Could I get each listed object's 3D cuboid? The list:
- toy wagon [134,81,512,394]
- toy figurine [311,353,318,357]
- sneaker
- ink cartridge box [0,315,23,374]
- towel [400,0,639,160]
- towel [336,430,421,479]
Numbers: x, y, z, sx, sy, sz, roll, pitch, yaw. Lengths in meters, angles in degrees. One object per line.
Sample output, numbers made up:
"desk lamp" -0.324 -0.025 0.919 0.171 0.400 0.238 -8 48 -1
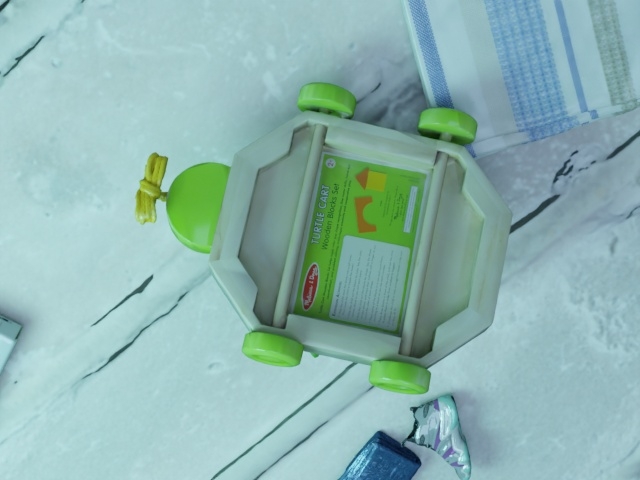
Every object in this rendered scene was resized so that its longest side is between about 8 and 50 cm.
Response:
"toy wagon" 0.000 -0.011 1.309 0.344 0.068 0.267 12 75 1
"toy figurine" 0.000 0.000 1.395 0.159 0.130 0.173 -40 82 -3
"sneaker" 0.120 0.216 1.501 0.069 0.038 0.098 -15 100 5
"ink cartridge box" -0.451 0.138 1.441 0.224 0.045 0.223 26 106 -10
"towel" 0.225 -0.205 1.353 0.285 0.034 0.209 -17 110 3
"towel" 0.052 0.268 1.518 0.067 0.029 0.119 31 105 -13
